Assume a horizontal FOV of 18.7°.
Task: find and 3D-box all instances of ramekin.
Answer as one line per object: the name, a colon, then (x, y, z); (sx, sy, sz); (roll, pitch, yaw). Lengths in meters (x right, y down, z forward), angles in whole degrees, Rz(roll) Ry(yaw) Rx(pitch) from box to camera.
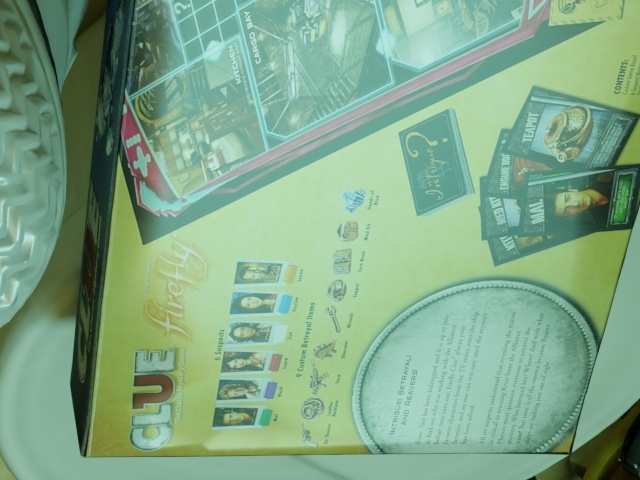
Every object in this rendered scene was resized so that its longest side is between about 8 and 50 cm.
ramekin: (0.000, 0.000, 0.747); (0.273, 0.127, 0.273); (-11, 144, -8)

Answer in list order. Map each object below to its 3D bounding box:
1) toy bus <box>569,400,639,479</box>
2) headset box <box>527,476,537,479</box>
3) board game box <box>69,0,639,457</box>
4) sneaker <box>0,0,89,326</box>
toy bus: (0.182, 0.133, 1.007); (0.191, 0.104, 0.202); (-12, 130, -62)
headset box: (0.000, 0.256, 1.062); (0.246, 0.131, 0.283); (-9, 137, -10)
board game box: (0.018, -0.043, 0.571); (0.165, 0.042, 0.243); (2, 123, -14)
sneaker: (-0.175, -0.151, 0.478); (0.137, 0.210, 0.366); (-27, 109, 14)
